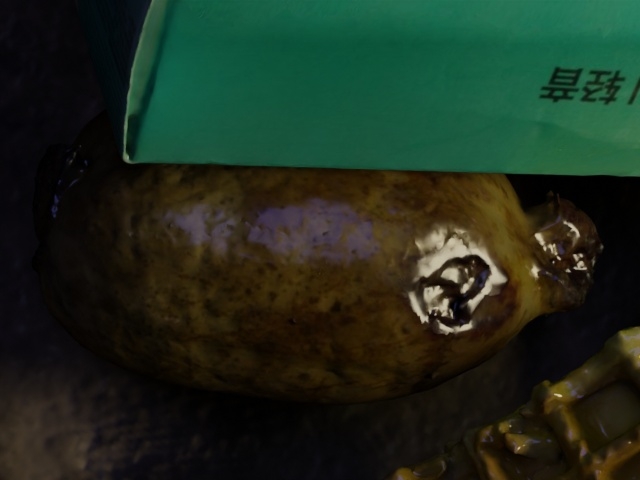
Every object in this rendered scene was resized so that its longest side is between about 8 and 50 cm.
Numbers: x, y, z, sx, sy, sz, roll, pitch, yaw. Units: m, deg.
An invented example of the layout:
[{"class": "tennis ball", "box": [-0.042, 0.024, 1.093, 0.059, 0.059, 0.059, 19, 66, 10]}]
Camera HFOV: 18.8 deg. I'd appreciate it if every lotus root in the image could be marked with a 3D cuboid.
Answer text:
[{"class": "lotus root", "box": [0.000, 0.000, 0.861, 0.260, 0.128, 0.145, 5, 56, -4]}]

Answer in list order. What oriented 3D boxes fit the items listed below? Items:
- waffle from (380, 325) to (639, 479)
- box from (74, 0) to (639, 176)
[{"class": "waffle", "box": [0.137, 0.152, 0.778, 0.219, 0.057, 0.229, -35, 58, 16]}, {"class": "box", "box": [0.048, -0.133, 0.843, 0.311, 0.118, 0.205, 0, 46, -22]}]
